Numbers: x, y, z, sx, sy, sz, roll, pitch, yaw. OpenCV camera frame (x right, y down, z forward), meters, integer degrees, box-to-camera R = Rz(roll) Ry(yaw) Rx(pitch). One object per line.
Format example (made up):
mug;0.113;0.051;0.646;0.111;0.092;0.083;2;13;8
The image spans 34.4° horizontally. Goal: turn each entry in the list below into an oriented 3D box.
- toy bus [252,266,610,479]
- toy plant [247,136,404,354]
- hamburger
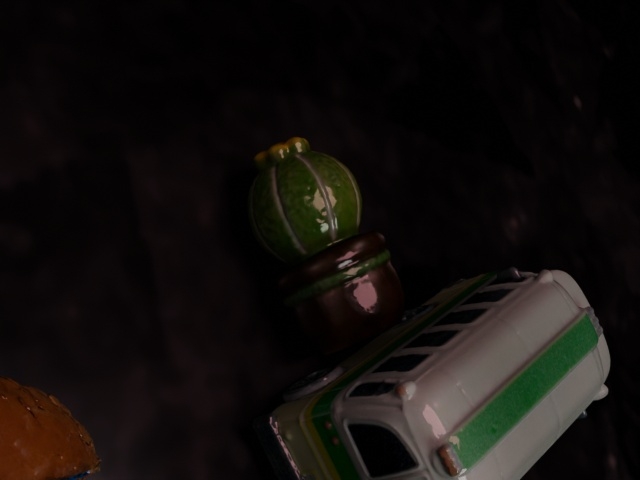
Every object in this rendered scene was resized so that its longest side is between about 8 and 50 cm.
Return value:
toy bus;0.104;0.119;0.780;0.276;0.164;0.134;-30;95;-45
toy plant;0.000;0.000;0.786;0.092;0.092;0.162;-21;87;-46
hamburger;-0.204;0.111;0.552;0.176;0.087;0.102;-16;85;-43
